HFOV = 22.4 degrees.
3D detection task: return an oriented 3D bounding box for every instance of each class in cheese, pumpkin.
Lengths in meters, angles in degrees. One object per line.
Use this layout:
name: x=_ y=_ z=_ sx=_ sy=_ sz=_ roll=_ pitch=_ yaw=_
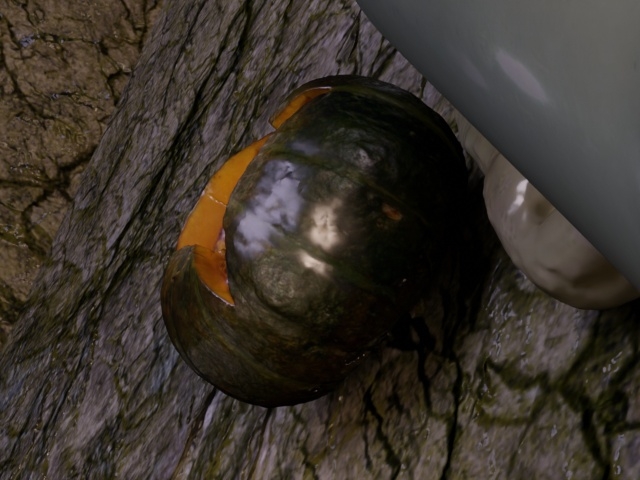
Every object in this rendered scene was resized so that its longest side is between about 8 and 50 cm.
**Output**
cheese: x=0.150 y=-0.068 z=0.899 sx=0.159 sy=0.093 sz=0.263 roll=-54 pitch=20 yaw=20
pumpkin: x=0.002 y=0.002 z=1.067 sx=0.238 sy=0.159 sz=0.238 roll=-48 pitch=11 yaw=13

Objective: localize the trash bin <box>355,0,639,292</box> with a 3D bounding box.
trash bin: x=0.173 y=-0.101 z=0.539 sx=0.280 sy=0.280 sz=0.432 roll=-57 pitch=27 yaw=10
